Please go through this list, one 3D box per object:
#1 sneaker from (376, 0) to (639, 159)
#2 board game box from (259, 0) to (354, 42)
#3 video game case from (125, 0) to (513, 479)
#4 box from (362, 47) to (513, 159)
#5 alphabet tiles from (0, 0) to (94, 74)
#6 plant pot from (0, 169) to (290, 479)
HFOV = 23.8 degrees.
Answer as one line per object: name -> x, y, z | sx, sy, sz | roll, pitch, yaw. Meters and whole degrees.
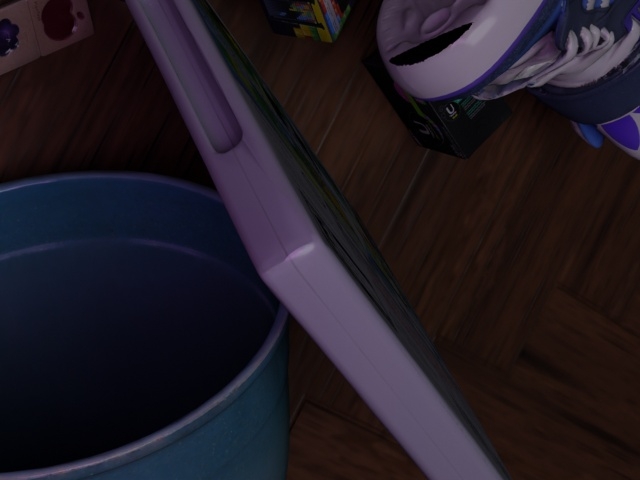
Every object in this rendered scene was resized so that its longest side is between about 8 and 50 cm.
sneaker -> 0.171, -0.127, 1.008 | 0.236, 0.130, 0.323 | 53, 38, -23
board game box -> -0.006, -0.229, 0.922 | 0.170, 0.048, 0.141 | 67, 41, -54
video game case -> 0.000, 0.000, 0.857 | 0.036, 0.300, 0.329 | -33, 137, 4
box -> 0.082, -0.107, 1.061 | 0.052, 0.062, 0.083 | -46, 120, -13
alphabet tiles -> -0.233, -0.185, 0.840 | 0.198, 0.009, 0.237 | -29, 128, -28
plant pot -> -0.139, 0.137, 0.884 | 0.272, 0.272, 0.255 | -25, 129, -24
